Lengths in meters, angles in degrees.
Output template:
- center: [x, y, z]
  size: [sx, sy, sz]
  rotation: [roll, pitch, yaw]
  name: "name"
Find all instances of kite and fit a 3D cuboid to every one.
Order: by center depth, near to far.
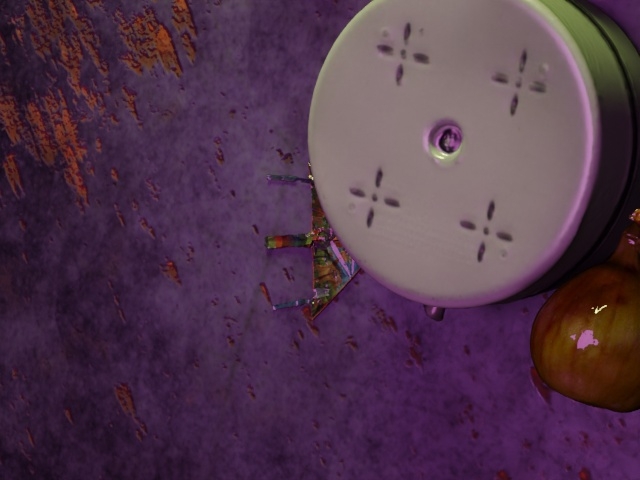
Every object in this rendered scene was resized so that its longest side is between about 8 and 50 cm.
- center: [0.000, 0.000, 1.910]
  size: [0.160, 0.010, 0.182]
  rotation: [-1, 91, 34]
  name: "kite"

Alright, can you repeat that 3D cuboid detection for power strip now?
- center: [0.161, -0.092, 1.713]
  size: [0.358, 0.161, 0.357]
  rotation: [2, 95, 33]
  name: "power strip"

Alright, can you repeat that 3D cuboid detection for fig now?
- center: [0.280, 0.073, 1.657]
  size: [0.142, 0.148, 0.186]
  rotation: [0, 76, 35]
  name: "fig"
